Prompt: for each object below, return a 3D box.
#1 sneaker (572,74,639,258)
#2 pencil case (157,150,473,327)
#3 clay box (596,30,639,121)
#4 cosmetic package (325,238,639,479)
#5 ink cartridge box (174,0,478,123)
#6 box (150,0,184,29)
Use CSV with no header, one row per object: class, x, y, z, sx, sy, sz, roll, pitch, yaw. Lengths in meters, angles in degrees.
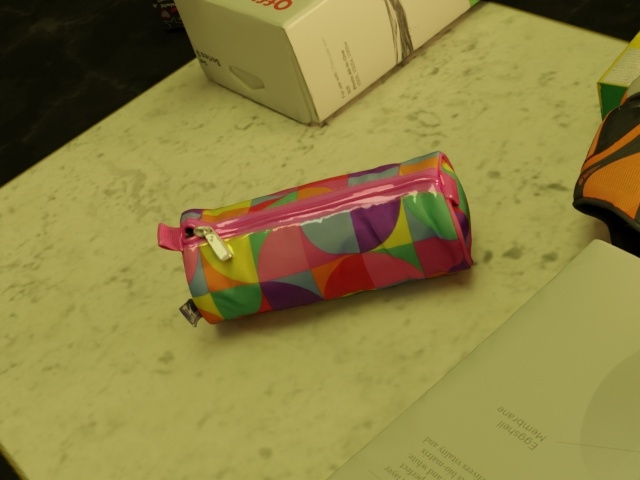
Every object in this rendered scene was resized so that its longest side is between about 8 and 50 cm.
sneaker,0.320,-0.023,0.696,0.321,0.124,0.180,7,50,45
pencil case,0.000,0.000,0.814,0.236,0.104,0.104,-13,40,9
clay box,0.348,-0.170,0.887,0.127,0.053,0.222,18,52,38
cosmetic package,0.164,0.150,0.535,0.225,0.138,0.224,-37,41,-20
ink cartridge box,0.021,-0.271,1.096,0.289,0.121,0.211,-40,42,-21
box,-0.104,-0.385,1.269,0.163,0.142,0.247,0,42,26
